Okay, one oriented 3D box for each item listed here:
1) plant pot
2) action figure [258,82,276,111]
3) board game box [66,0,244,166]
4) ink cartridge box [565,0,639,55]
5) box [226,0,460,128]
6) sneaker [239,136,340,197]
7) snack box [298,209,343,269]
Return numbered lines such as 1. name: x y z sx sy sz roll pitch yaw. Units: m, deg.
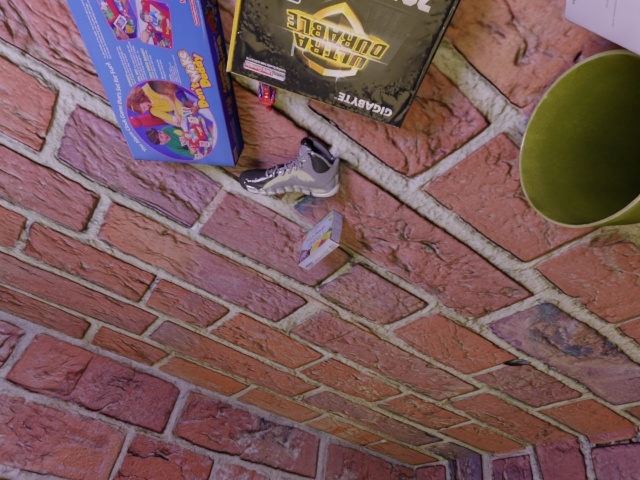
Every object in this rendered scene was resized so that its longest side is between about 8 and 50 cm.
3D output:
1. plant pot: 0.556 -0.146 0.713 0.293 0.275 0.275 5 141 -17
2. action figure: -0.103 -0.303 0.813 0.038 0.030 0.115 9 132 8
3. board game box: -0.294 -0.309 0.809 0.233 0.078 0.347 5 138 6
4. ink cartridge box: 0.484 -0.285 0.394 0.285 0.395 0.166 -20 133 7
5. box: 0.031 -0.352 0.678 0.322 0.079 0.257 17 130 -7
6. sneaker: -0.065 -0.169 0.927 0.229 0.086 0.132 2 134 -5
7. snack box: 0.000 0.000 1.077 0.037 0.100 0.141 30 135 -22
